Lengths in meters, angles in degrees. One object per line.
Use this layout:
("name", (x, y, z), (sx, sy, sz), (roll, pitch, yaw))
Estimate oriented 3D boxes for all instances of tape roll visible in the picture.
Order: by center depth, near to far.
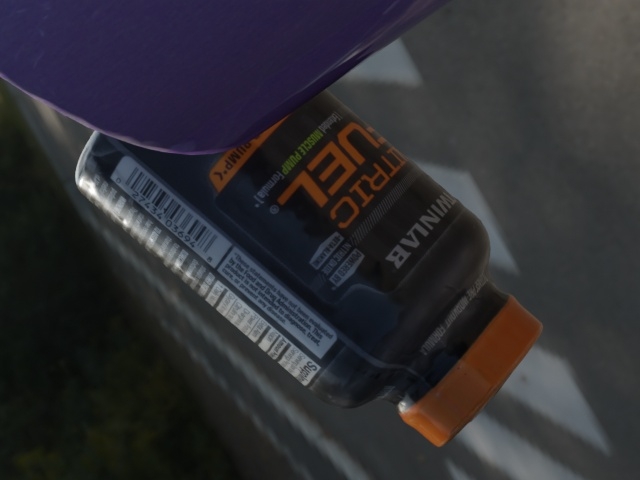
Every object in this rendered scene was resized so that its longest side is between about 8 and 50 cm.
("tape roll", (-0.066, -0.162, 0.475), (0.275, 0.090, 0.275), (45, -155, -28))

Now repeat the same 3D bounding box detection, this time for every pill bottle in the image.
("pill bottle", (0.000, 0.000, 0.925), (0.245, 0.130, 0.130), (40, 171, 3))
